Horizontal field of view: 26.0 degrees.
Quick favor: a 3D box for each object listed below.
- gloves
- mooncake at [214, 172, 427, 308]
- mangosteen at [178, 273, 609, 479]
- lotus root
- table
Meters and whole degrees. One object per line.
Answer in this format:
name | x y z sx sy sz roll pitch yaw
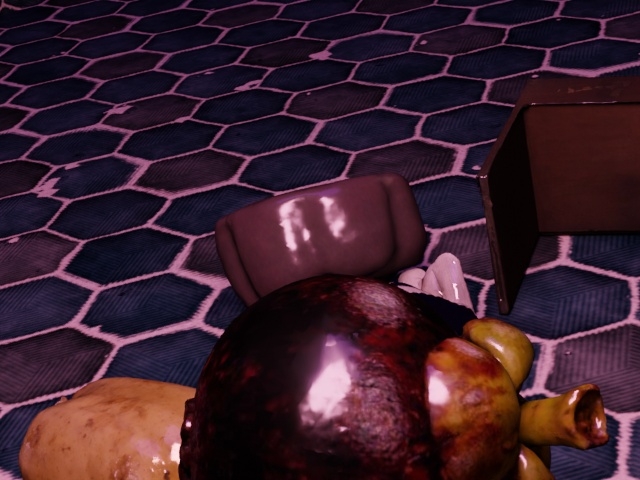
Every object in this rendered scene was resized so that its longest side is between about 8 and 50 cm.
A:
gloves | 0.103 0.091 1.506 0.140 0.131 0.218 -17 -5 -5
mooncake | 0.000 0.000 1.620 0.245 0.133 0.245 -18 -8 -3
mangosteen | 0.039 0.170 1.115 0.313 0.297 0.297 -9 20 -30
lotus root | -0.163 0.209 1.302 0.284 0.146 0.160 10 46 34
table | 0.344 -0.054 1.623 0.251 0.196 0.282 1 29 21
